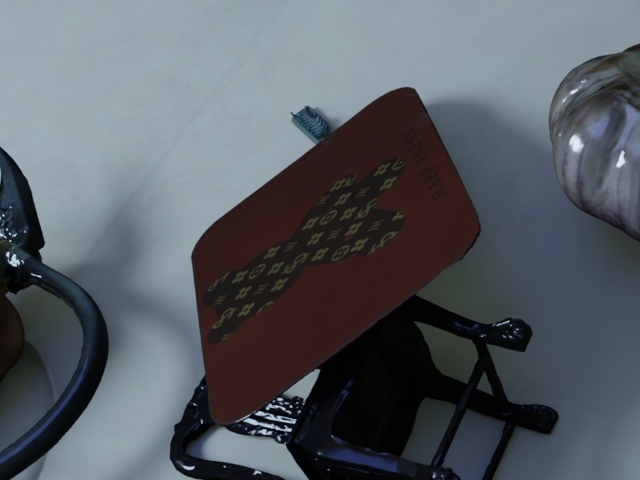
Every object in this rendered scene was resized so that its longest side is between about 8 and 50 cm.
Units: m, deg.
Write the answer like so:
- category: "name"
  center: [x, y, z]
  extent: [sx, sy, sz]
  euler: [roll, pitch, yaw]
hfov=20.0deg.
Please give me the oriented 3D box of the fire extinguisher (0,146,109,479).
- category: "fire extinguisher"
  center: [-0.265, 0.121, 1.110]
  extent: [0.200, 0.113, 0.376]
  euler: [37, 77, 15]

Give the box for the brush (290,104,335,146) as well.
- category: "brush"
  center: [0.007, -0.063, 1.163]
  extent: [0.016, 0.013, 0.083]
  euler: [-38, 51, -6]

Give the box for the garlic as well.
- category: "garlic"
  center: [0.200, -0.057, 1.007]
  extent: [0.147, 0.102, 0.159]
  euler: [10, 38, 33]

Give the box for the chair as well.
- category: "chair"
  center: [0.004, 0.090, 0.995]
  extent: [0.229, 0.113, 0.106]
  euler: [13, 61, 29]

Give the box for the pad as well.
- category: "pad"
  center: [0.000, 0.000, 1.037]
  extent: [0.181, 0.004, 0.267]
  euler: [-37, 22, 8]
